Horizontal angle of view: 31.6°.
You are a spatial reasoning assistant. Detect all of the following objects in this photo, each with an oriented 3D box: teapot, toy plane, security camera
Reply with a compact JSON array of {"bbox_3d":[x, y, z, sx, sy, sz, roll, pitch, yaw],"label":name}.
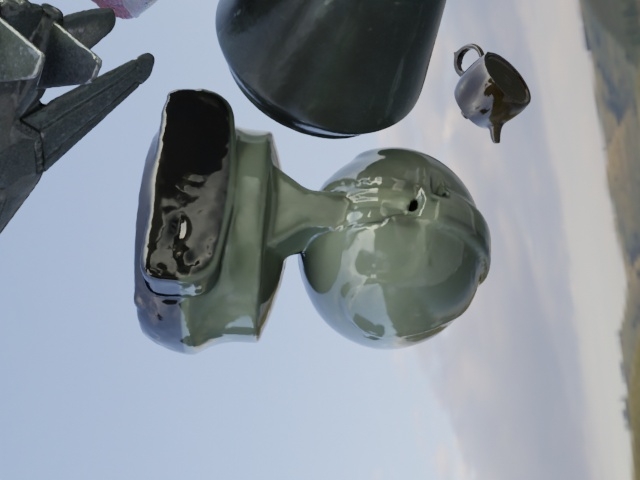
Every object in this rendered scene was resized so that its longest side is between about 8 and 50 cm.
[{"bbox_3d":[0.179,-0.164,1.246,0.076,0.068,0.121,-1,-122,-49],"label":"teapot"},{"bbox_3d":[0.034,-0.208,0.823,0.225,0.171,0.203,124,165,-47],"label":"teapot"},{"bbox_3d":[-0.228,-0.033,0.697,0.088,0.267,0.212,47,-152,25],"label":"toy plane"},{"bbox_3d":[0.000,0.000,0.916,0.191,0.277,0.197,92,-179,-64],"label":"security camera"}]

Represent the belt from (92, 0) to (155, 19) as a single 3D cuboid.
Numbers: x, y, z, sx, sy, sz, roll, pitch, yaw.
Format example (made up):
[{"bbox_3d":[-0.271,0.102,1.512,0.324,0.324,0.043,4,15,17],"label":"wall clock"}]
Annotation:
[{"bbox_3d":[-0.123,-0.242,0.784,0.128,0.124,0.201,49,166,-12],"label":"belt"}]
